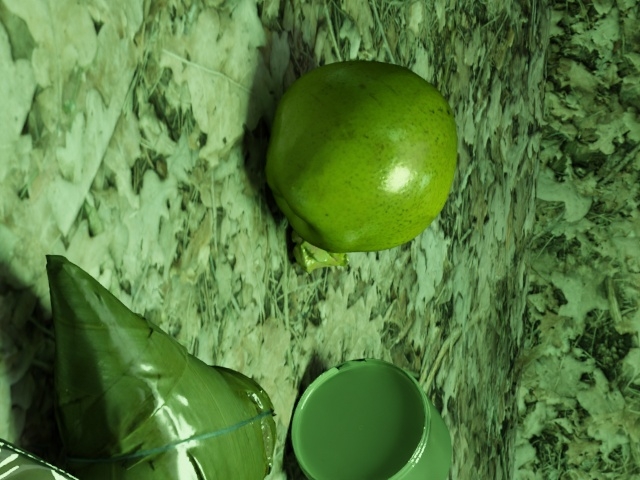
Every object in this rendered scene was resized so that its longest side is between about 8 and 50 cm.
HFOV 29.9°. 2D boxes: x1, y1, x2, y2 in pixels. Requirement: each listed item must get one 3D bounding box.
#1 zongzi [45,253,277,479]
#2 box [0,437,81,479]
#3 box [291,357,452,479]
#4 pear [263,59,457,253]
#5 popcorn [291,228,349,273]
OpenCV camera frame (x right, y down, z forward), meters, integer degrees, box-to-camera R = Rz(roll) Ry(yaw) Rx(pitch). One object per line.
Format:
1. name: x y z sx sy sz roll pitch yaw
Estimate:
1. zongzi: -0.176 0.157 1.368 0.356 0.174 0.393 -40 122 -66
2. box: -0.274 0.302 1.067 0.252 0.153 0.188 42 53 -36
3. box: 0.080 0.315 1.890 0.149 0.226 0.226 55 43 -53
4. pear: 0.062 -0.126 1.751 0.294 0.294 0.294 2 90 -67
5. popcorn: -0.002 0.001 1.859 0.109 0.089 0.097 -44 120 -54
